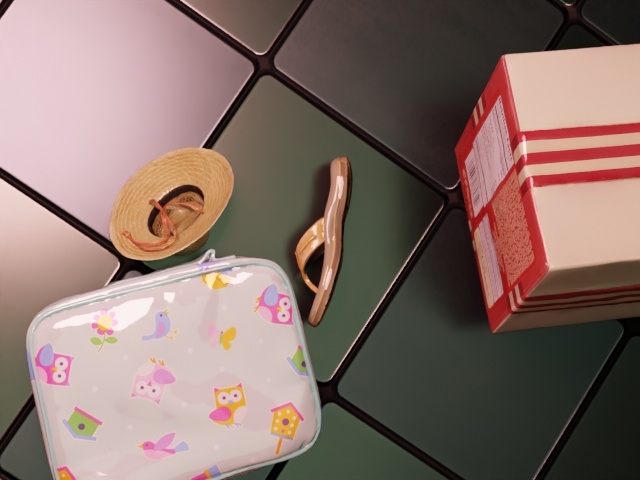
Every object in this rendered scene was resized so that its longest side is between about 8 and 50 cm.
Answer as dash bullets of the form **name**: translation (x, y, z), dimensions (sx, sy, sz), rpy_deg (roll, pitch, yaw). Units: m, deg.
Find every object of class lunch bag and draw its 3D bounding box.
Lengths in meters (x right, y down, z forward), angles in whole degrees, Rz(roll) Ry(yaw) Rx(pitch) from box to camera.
- **lunch bag**: translation (-0.143, 0.131, 1.221), dimensions (0.279, 0.108, 0.224), rpy_deg (-13, 87, -12)

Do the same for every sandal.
- **sandal**: translation (0.000, 0.000, 1.277), dimensions (0.049, 0.072, 0.180), rpy_deg (7, 85, 5)

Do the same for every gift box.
- **gift box**: translation (0.293, -0.054, 1.247), dimensions (0.258, 0.276, 0.255), rpy_deg (-6, 76, -7)

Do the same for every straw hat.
- **straw hat**: translation (-0.141, -0.021, 1.248), dimensions (0.144, 0.144, 0.061), rpy_deg (-40, 136, -10)
